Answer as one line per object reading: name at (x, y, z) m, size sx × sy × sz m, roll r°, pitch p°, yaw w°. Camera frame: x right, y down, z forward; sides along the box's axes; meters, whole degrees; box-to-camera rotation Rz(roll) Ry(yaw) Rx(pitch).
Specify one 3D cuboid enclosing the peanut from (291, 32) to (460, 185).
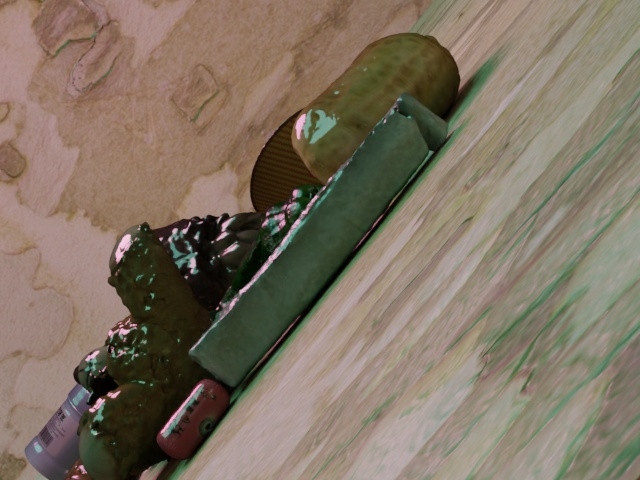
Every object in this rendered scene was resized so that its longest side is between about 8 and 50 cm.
peanut at (0.064, -0.141, 1.696) m, size 0.253 × 0.122 × 0.137 m, roll -50°, pitch -4°, yaw -29°

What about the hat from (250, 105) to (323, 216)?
hat at (0.005, -0.084, 2.093) m, size 0.193 × 0.082 × 0.193 m, roll -30°, pitch -37°, yaw -25°

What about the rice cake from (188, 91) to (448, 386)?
rice cake at (0.000, 0.000, 1.543) m, size 0.336 × 0.066 × 0.063 m, roll -50°, pitch 4°, yaw -1°

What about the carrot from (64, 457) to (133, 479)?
carrot at (-0.237, 0.255, 1.806) m, size 0.070 × 0.070 × 0.342 m, roll -48°, pitch 4°, yaw 22°

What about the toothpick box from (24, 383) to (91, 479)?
toothpick box at (-0.390, 0.307, 2.551) m, size 0.153 × 0.101 × 0.101 m, roll -49°, pitch 5°, yaw 8°

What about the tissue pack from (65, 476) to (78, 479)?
tissue pack at (-0.264, 0.322, 1.382) m, size 0.226 × 0.092 × 0.183 m, roll -52°, pitch 5°, yaw -5°

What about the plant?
plant at (-0.145, 0.039, 2.029) m, size 0.129 × 0.194 × 0.132 m, roll 61°, pitch -157°, yaw -56°

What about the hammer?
hammer at (-0.119, 0.170, 1.512) m, size 0.083 × 0.043 × 0.043 m, roll -50°, pitch 5°, yaw -19°

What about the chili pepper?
chili pepper at (-0.051, 0.024, 1.765) m, size 0.253 × 0.083 × 0.099 m, roll -51°, pitch 13°, yaw 38°

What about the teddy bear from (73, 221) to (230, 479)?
teddy bear at (-0.177, 0.131, 1.672) m, size 0.256 × 0.156 × 0.267 m, roll 156°, pitch 124°, yaw -70°
